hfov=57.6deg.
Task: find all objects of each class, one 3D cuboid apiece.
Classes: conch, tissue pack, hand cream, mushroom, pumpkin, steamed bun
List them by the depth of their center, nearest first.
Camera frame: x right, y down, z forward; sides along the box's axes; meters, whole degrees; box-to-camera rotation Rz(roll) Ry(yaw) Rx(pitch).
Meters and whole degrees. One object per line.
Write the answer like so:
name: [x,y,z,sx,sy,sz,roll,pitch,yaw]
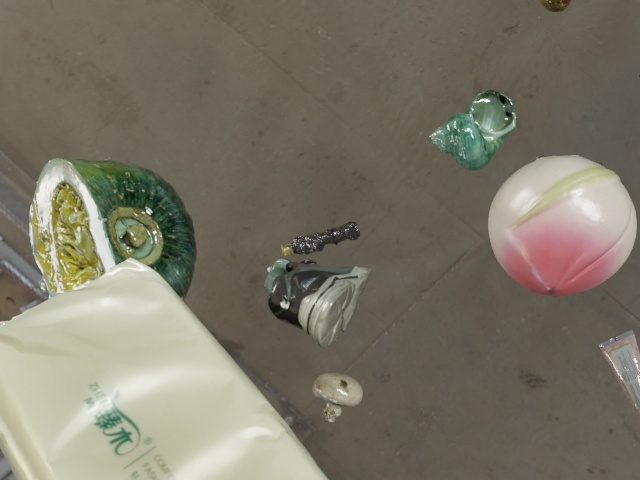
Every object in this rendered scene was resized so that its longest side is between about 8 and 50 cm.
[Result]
tissue pack: [-0.143,0.248,0.568,0.380,0.207,0.297,44,150,25]
pumpkin: [-0.319,0.011,0.941,0.263,0.197,0.293,-32,73,39]
mushroom: [0.026,0.262,0.967,0.085,0.085,0.079,10,82,17]
hand cream: [0.604,0.268,1.133,0.067,0.043,0.209,-26,109,9]
steamed bun: [0.498,-0.006,1.218,0.309,0.309,0.309,7,112,18]
conch: [0.388,-0.277,1.504,0.134,0.202,0.196,169,93,-67]

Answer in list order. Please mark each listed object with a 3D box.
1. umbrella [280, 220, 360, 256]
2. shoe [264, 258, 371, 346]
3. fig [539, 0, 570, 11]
umbrella: [0.000,0.000,1.051,0.144,0.037,0.040,-16,129,-6]
shoe: [-0.011,0.048,0.578,0.099,0.169,0.071,21,99,12]
fig: [0.608,-0.646,1.534,0.098,0.084,0.082,41,140,48]
